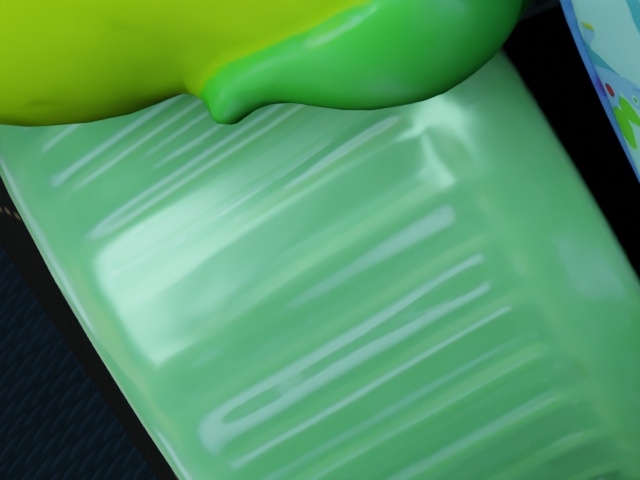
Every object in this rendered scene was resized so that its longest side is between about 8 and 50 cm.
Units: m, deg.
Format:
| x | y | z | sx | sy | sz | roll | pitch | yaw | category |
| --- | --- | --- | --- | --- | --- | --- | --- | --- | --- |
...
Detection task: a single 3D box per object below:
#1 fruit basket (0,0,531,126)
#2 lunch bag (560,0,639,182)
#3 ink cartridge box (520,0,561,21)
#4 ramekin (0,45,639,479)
| x | y | z | sx | sy | sz | roll | pitch | yaw | category |
| --- | --- | --- | --- | --- | --- | --- | --- | --- | --- |
| -0.121 | -0.141 | 0.440 | 0.392 | 0.392 | 0.283 | 61 | 169 | -3 | fruit basket |
| 0.153 | -0.006 | 0.312 | 0.176 | 0.090 | 0.219 | 58 | 163 | -26 | lunch bag |
| 0.017 | -0.228 | 0.447 | 0.275 | 0.060 | 0.239 | 85 | 159 | -59 | ink cartridge box |
| 0.000 | 0.000 | 0.616 | 0.303 | 0.148 | 0.303 | 58 | 180 | 0 | ramekin |
